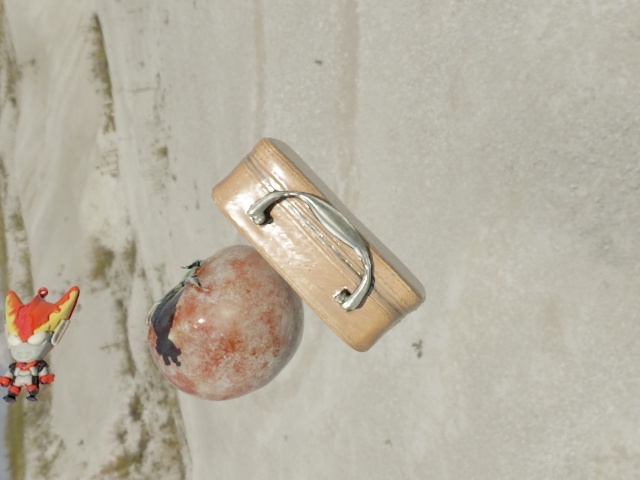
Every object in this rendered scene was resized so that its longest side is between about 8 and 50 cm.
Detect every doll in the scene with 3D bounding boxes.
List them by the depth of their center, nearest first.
[{"bbox_3d":[-0.404,0.143,0.887,0.057,0.109,0.169,79,-173,-64],"label":"doll"}]

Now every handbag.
[{"bbox_3d":[0.000,0.000,0.528,0.193,0.072,0.151,48,-172,5],"label":"handbag"}]

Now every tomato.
[{"bbox_3d":[-0.184,0.155,1.237,0.282,0.317,0.317,48,169,-11],"label":"tomato"}]
